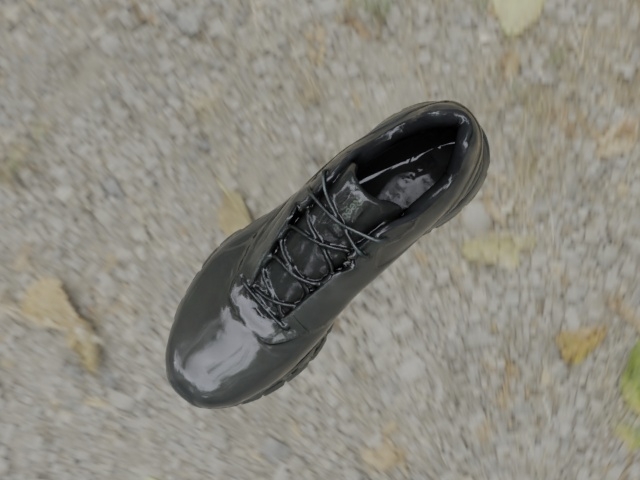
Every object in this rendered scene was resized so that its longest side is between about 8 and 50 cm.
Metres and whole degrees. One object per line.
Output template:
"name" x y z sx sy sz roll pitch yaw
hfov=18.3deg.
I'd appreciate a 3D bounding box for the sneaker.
"sneaker" 0.000 0.000 1.361 0.109 0.130 0.286 43 85 4
